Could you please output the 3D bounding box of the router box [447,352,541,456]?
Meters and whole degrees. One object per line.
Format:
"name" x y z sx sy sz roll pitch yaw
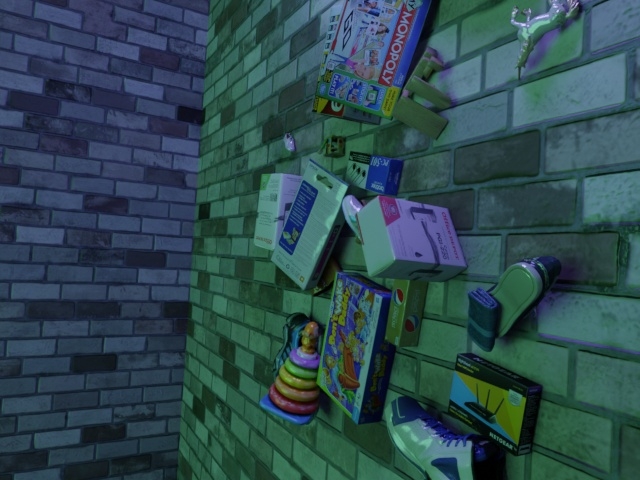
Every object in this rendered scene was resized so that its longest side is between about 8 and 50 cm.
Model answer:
"router box" 0.336 0.315 0.962 0.179 0.046 0.133 16 100 60

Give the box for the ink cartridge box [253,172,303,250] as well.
"ink cartridge box" -0.148 -0.104 1.803 0.198 0.114 0.273 13 97 61

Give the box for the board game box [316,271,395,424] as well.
"board game box" 0.102 0.284 1.346 0.233 0.078 0.348 24 107 59

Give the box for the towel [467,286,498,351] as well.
"towel" 0.306 0.153 0.928 0.067 0.029 0.120 -128 25 -53

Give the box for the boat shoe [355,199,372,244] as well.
"boat shoe" 0.116 -0.054 1.401 0.050 0.045 0.136 30 112 58

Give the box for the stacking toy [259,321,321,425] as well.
"stacking toy" -0.055 0.389 1.496 0.165 0.175 0.302 19 100 16

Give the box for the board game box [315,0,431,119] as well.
"board game box" 0.137 -0.497 1.261 0.046 0.213 0.318 -40 -31 -73

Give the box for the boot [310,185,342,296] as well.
"boot" 0.000 0.000 1.558 0.264 0.096 0.281 -45 54 32

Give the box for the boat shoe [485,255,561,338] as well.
"boat shoe" 0.357 0.107 0.913 0.095 0.079 0.255 59 158 30

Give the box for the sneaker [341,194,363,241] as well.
"sneaker" 0.140 -0.039 1.304 0.092 0.087 0.229 -42 64 21

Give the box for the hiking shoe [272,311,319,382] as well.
"hiking shoe" -0.079 0.397 1.616 0.132 0.113 0.304 20 106 56

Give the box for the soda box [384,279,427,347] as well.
"soda box" 0.210 0.164 1.190 0.058 0.061 0.182 21 105 60

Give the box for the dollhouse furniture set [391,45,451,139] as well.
"dollhouse furniture set" 0.271 -0.362 1.192 0.144 0.123 0.151 -59 4 38

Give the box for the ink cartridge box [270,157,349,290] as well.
"ink cartridge box" -0.025 -0.046 1.502 0.175 0.069 0.371 39 120 32

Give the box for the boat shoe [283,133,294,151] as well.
"boat shoe" -0.118 -0.378 1.872 0.100 0.035 0.035 -110 35 -47

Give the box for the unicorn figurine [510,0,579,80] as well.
"unicorn figurine" 0.408 -0.402 0.922 0.162 0.060 0.111 -34 57 54

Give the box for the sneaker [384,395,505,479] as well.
"sneaker" 0.275 0.433 0.998 0.182 0.127 0.316 -58 36 23

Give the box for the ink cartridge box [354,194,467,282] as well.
"ink cartridge box" 0.200 0.001 1.073 0.092 0.217 0.159 -39 53 45

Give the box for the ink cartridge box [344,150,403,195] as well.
"ink cartridge box" 0.145 -0.191 1.370 0.207 0.046 0.097 30 113 58

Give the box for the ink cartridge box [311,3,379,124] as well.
"ink cartridge box" 0.083 -0.516 1.440 0.272 0.130 0.310 33 115 58

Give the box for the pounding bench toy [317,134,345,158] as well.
"pounding bench toy" 0.031 -0.302 1.547 0.052 0.083 0.065 -4 83 60
